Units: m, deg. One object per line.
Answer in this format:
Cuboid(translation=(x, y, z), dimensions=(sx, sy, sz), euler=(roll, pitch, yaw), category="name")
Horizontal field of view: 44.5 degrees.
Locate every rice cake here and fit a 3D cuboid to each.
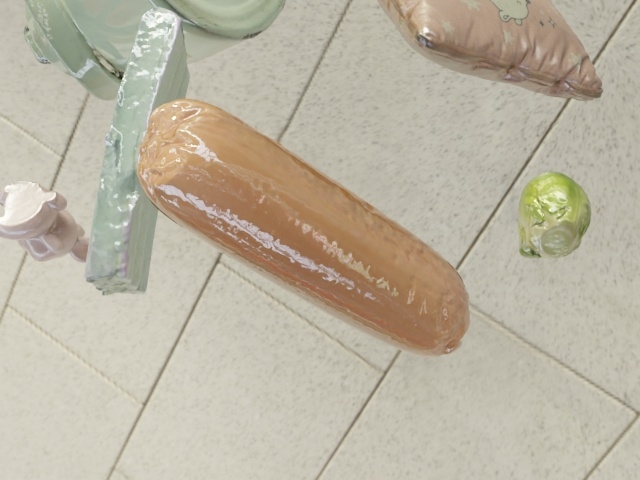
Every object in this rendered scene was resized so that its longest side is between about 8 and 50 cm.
Cuboid(translation=(-0.156, -0.070, 0.679), dimensions=(0.043, 0.127, 0.237), euler=(10, 78, -3), category="rice cake")

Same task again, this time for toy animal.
Cuboid(translation=(-0.463, -0.007, 1.338), dimensions=(0.124, 0.212, 0.124), euler=(-7, 58, 11), category="toy animal")

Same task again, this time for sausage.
Cuboid(translation=(0.001, 0.001, 0.548), dimensions=(0.289, 0.086, 0.086), euler=(33, 119, -32), category="sausage")

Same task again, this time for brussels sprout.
Cuboid(translation=(0.383, -0.040, 1.281), dimensions=(0.117, 0.155, 0.155), euler=(0, 104, 3), category="brussels sprout")

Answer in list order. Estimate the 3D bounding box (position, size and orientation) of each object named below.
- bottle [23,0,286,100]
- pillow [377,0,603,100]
Cuboid(translation=(-0.222, -0.281, 0.881), dimensions=(0.351, 0.229, 0.229), euler=(-5, 103, 48), category="bottle")
Cuboid(translation=(0.155, -0.228, 0.782), dimensions=(0.084, 0.236, 0.223), euler=(-63, 35, 36), category="pillow")
